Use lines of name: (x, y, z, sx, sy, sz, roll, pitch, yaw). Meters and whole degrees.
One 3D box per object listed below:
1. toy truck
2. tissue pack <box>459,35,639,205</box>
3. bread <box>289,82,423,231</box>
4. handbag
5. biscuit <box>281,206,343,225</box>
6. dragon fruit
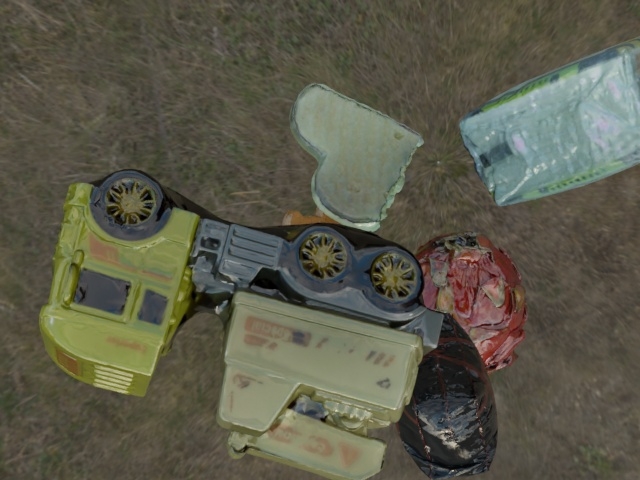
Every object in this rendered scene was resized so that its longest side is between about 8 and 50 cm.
toy truck: (-0.085, 0.090, 0.948, 0.405, 0.181, 0.254, 17, 65, -9)
tissue pack: (0.345, -0.159, 1.048, 0.228, 0.311, 0.128, -18, 96, 51)
bread: (0.055, -0.120, 1.244, 0.172, 0.064, 0.232, -18, 69, -9)
handbag: (0.176, 0.226, 1.360, 0.155, 0.215, 0.169, -10, 121, 0)
biscuit: (-0.001, 0.000, 1.893, 0.036, 0.250, 0.166, 4, 103, 34)
dragon fruit: (0.274, 0.133, 1.820, 0.277, 0.277, 0.343, -7, 107, 8)
